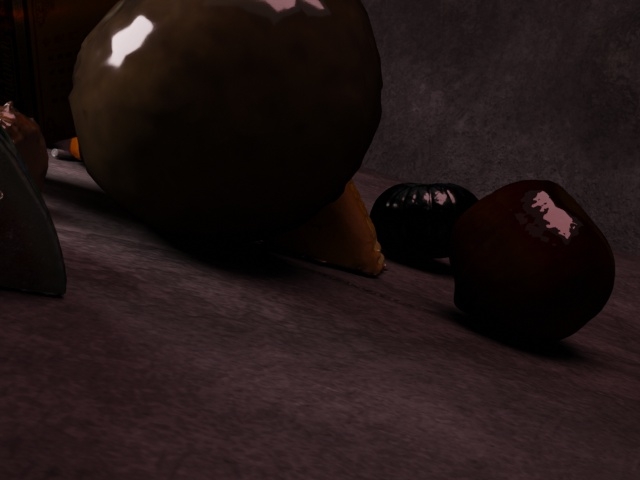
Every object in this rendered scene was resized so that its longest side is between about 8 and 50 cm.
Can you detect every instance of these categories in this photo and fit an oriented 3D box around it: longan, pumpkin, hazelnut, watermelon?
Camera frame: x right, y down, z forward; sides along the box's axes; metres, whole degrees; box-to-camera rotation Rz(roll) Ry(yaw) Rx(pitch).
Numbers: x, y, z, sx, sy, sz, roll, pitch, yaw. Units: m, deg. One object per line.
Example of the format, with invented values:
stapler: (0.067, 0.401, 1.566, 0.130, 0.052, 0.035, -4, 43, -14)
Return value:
longan: (-0.113, -0.195, 1.493, 0.404, 0.436, 0.404, 48, -9, 10)
pumpkin: (0.180, -0.029, 1.876, 0.202, 0.140, 0.202, 0, 6, 0)
hazelnut: (0.277, 0.037, 1.476, 0.229, 0.229, 0.229, 15, 9, -2)
watermelon: (-0.373, -0.033, 1.039, 0.213, 0.201, 0.261, 26, -29, 53)

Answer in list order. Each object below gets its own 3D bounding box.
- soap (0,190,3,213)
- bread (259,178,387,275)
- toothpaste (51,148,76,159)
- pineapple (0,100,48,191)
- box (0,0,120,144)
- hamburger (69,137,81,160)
soap: (-0.356, -0.010, 0.824, 0.182, 0.138, 0.199, 8, 12, -34)
bread: (0.000, 0.000, 1.663, 0.160, 0.169, 0.140, -24, 3, 9)
toothpaste: (-0.437, -0.148, 1.939, 0.024, 0.015, 0.083, 29, 9, 25)
pineapple: (-0.465, -0.124, 1.257, 0.310, 0.170, 0.141, 17, -3, 13)
box: (-0.361, -0.285, 1.620, 0.415, 0.264, 0.116, -18, 48, -24)
hamburger: (-0.290, -0.215, 1.930, 0.291, 0.225, 0.291, 19, 11, -4)
